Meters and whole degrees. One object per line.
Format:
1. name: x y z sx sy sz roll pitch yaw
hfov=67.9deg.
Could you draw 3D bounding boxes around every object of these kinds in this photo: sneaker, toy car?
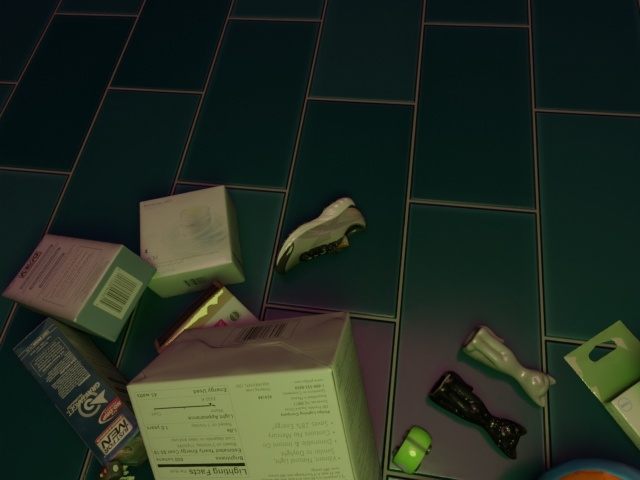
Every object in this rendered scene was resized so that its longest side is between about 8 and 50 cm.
1. sneaker: 0.000 0.000 1.206 0.272 0.100 0.108 -37 72 -11
2. toy car: 0.156 0.487 0.985 0.239 0.053 0.225 32 72 18

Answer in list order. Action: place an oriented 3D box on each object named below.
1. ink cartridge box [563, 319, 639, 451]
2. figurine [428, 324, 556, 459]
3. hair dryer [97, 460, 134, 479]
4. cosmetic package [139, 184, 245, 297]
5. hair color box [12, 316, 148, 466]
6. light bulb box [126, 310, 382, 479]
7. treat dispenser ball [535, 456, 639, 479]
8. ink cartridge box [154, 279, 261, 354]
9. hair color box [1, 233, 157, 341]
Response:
1. ink cartridge box: 0.677 0.304 1.017 0.171 0.056 0.235 -30 68 -7
2. figurine: 0.381 0.321 1.030 0.209 0.092 0.215 37 73 12
3. hair dryer: -0.406 0.585 0.943 0.293 0.224 0.080 -50 29 5
4. cosmetic package: -0.328 0.003 1.216 0.224 0.138 0.224 -12 63 0
5. hair color box: -0.503 0.338 1.057 0.347 0.174 0.105 37 74 21
6. light bulb box: -0.095 0.353 0.861 0.358 0.225 0.360 -8 102 14
7. treat dispenser ball: 0.491 0.525 0.805 0.288 0.288 0.288 -2 65 5
8. ink cartridge box: -0.211 0.238 1.053 0.193 0.088 0.234 -47 109 -13
9. hair color box: -0.577 0.100 1.125 0.375 0.113 0.185 5 60 37
